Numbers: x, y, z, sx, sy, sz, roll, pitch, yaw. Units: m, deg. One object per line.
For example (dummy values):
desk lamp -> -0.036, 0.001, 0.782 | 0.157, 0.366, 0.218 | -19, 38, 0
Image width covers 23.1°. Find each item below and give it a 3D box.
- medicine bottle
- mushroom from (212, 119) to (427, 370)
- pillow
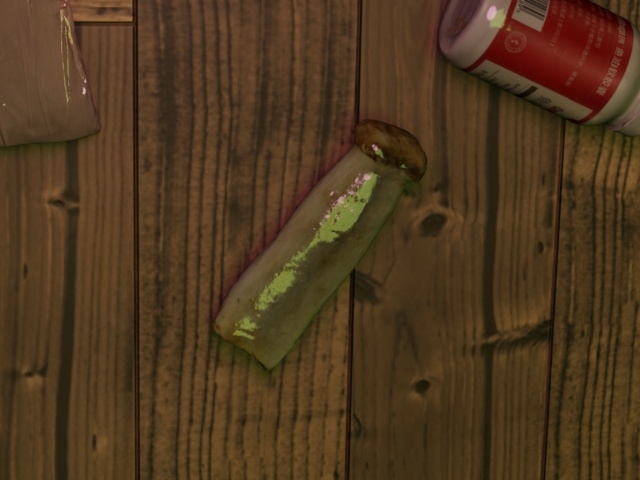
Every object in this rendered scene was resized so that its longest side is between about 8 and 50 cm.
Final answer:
medicine bottle -> 0.264, -0.210, 1.742 | 0.250, 0.131, 0.131 | 23, 97, -18
mushroom -> 0.000, 0.000, 1.757 | 0.100, 0.081, 0.312 | 36, 97, -15
pillow -> -0.335, -0.213, 1.615 | 0.173, 0.067, 0.270 | -17, 116, -15
